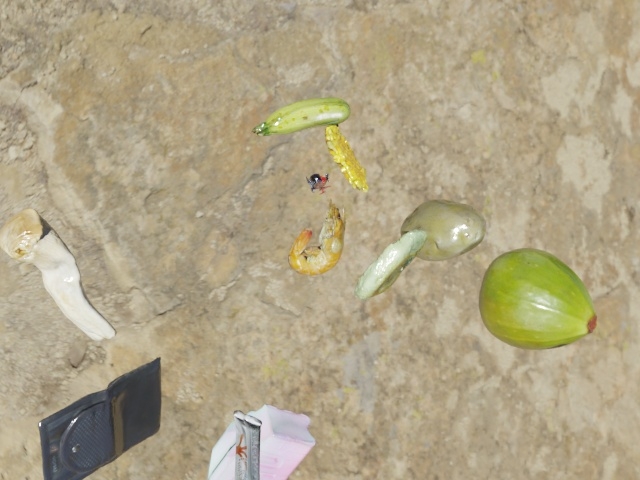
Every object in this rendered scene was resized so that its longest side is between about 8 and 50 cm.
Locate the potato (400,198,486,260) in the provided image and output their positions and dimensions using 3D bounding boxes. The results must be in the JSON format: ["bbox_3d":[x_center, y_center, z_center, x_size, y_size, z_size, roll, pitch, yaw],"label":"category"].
[{"bbox_3d":[0.299,-0.024,1.362,0.178,0.235,0.160,-39,101,-15],"label":"potato"}]

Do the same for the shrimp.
[{"bbox_3d":[0.000,0.000,1.414,0.150,0.249,0.068,-5,43,-28],"label":"shrimp"}]

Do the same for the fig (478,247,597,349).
[{"bbox_3d":[0.624,0.176,1.601,0.316,0.316,0.316,5,82,-36],"label":"fig"}]

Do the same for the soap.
[{"bbox_3d":[-0.179,0.572,1.452,0.193,0.109,0.324,25,114,-25],"label":"soap"}]

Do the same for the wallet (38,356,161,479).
[{"bbox_3d":[-0.512,0.443,1.342,0.323,0.041,0.247,-26,131,-51],"label":"wallet"}]

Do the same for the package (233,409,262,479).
[{"bbox_3d":[-0.077,0.227,0.586,0.037,0.015,0.110,28,25,-22],"label":"package"}]

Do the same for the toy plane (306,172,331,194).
[{"bbox_3d":[-0.002,-0.156,1.520,0.060,0.145,0.037,-24,78,2],"label":"toy plane"}]

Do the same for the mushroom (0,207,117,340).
[{"bbox_3d":[-0.305,0.054,0.667,0.054,0.059,0.202,-43,132,-29],"label":"mushroom"}]

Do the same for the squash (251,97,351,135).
[{"bbox_3d":[-0.057,-0.389,1.743,0.341,0.094,0.094,-17,95,-20],"label":"squash"}]

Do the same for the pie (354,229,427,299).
[{"bbox_3d":[0.139,0.049,1.092,0.187,0.187,0.041,-34,71,-34],"label":"pie"}]

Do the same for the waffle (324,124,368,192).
[{"bbox_3d":[0.088,-0.262,1.810,0.243,0.058,0.238,55,15,-14],"label":"waffle"}]
